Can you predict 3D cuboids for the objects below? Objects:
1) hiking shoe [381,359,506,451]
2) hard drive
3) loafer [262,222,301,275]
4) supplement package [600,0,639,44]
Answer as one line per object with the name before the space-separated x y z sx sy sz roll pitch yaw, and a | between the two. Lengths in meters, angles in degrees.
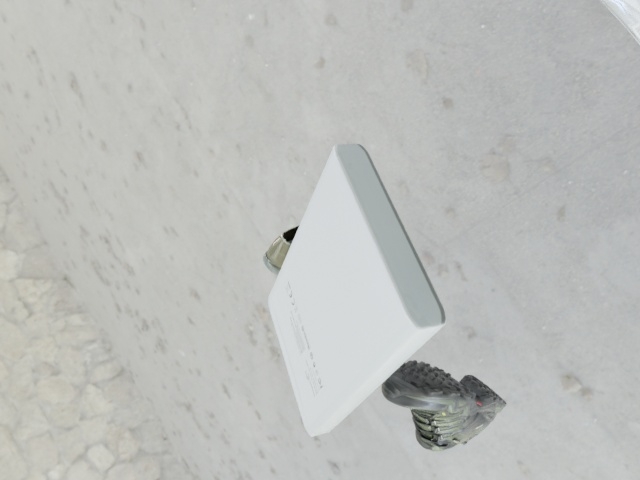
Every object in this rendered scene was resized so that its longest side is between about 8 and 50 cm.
hiking shoe | 0.160 0.237 0.696 0.086 0.227 0.114 36 101 55
hard drive | 0.013 0.074 0.574 0.307 0.040 0.203 118 139 -50
loafer | 0.000 0.000 1.050 0.094 0.251 0.087 46 135 22
supplement package | 0.297 -0.173 0.301 0.194 0.203 0.149 60 143 18
